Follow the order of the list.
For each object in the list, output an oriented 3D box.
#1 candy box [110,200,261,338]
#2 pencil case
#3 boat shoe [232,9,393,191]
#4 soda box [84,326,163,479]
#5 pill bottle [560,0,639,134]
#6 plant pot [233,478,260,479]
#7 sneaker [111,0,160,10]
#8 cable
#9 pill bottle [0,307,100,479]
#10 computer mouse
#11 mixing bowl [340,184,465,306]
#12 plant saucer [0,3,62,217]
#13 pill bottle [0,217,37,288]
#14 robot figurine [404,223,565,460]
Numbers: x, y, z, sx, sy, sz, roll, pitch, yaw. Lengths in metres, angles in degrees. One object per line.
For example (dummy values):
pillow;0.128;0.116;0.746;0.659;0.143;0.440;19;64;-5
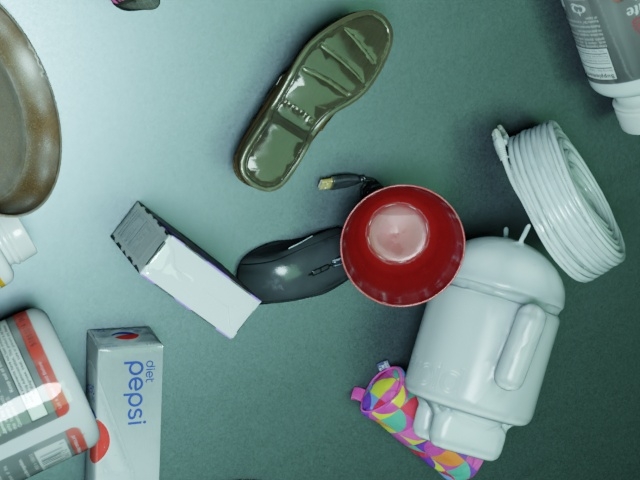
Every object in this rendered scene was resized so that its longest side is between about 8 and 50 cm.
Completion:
candy box;-0.190;0.039;1.685;0.165;0.196;0.070;39;89;-26
pencil case;0.165;0.295;1.960;0.236;0.104;0.104;41;87;-24
boat shoe;-0.022;-0.209;1.741;0.111;0.104;0.307;42;88;-17
soda box;-0.289;0.274;1.768;0.098;0.091;0.286;-1;105;-22
pill bottle;0.478;-0.330;1.869;0.176;0.176;0.318;-31;114;-12
plant pot;-0.107;0.538;1.862;0.284;0.191;0.284;-6;107;-20
sneaker;-0.271;-0.389;1.524;0.483;0.185;0.202;-2;110;-30
cable;0.379;-0.062;1.868;0.089;0.257;0.257;-30;153;21
pill bottle;-0.497;0.252;1.611;0.363;0.210;0.210;-24;112;-15
computer mouse;0.000;0.000;1.828;0.262;0.060;0.184;-11;109;-20
mixing bowl;0.117;-0.002;1.794;0.181;0.098;0.181;0;103;-1
plant saucer;-0.434;-0.173;1.509;0.050;0.310;0.310;-15;115;23
pill bottle;-0.489;0.034;1.605;0.215;0.117;0.117;-31;114;-12
robot figurine;0.250;0.146;1.832;0.200;0.300;0.353;18;86;-19
